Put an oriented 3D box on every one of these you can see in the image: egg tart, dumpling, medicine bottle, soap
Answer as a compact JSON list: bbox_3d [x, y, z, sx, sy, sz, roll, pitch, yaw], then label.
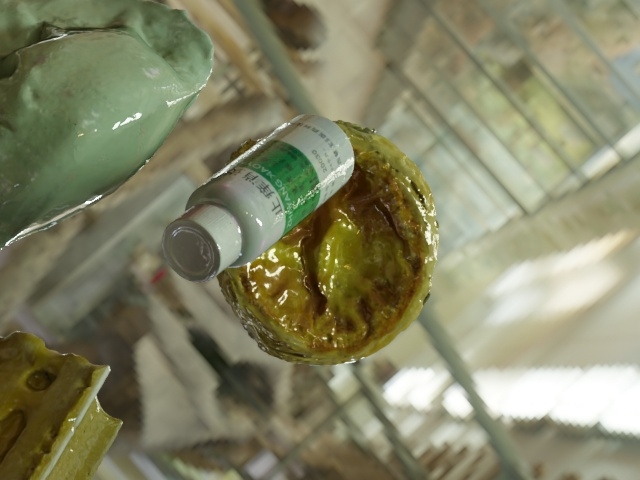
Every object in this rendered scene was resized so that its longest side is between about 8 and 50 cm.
[{"bbox_3d":[0.000,0.001,2.466,0.341,0.341,0.132,-41,-166,-4],"label":"egg tart"},{"bbox_3d":[-0.288,-0.117,1.894,0.320,0.270,0.212,-37,136,-54],"label":"dumpling"},{"bbox_3d":[-0.062,-0.042,1.836,0.095,0.095,0.260,-43,180,40],"label":"medicine bottle"},{"bbox_3d":[-0.422,0.256,2.064,0.156,0.293,0.335,84,24,-45],"label":"soap"}]
